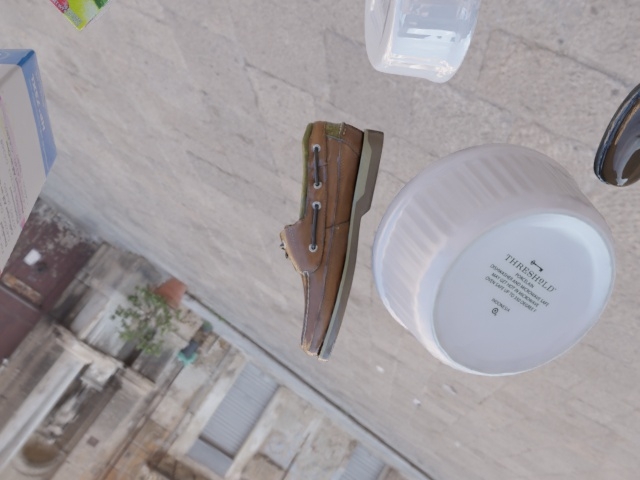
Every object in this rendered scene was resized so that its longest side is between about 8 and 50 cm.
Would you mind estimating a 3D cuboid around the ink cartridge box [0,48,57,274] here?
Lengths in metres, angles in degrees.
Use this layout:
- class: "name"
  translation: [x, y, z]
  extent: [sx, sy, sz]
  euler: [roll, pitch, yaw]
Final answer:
- class: "ink cartridge box"
  translation: [-0.223, -0.032, 0.276]
  extent: [0.231, 0.134, 0.078]
  euler: [-115, 24, -58]

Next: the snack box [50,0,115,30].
- class: "snack box"
  translation: [-0.186, -0.236, 0.393]
  extent: [0.100, 0.037, 0.141]
  euler: [-33, 115, 26]

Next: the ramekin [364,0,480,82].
- class: "ramekin"
  translation: [0.169, -0.426, 1.018]
  extent: [0.135, 0.277, 0.277]
  euler: [0, 166, -8]

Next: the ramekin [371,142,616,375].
- class: "ramekin"
  translation: [0.204, 0.034, 0.659]
  extent: [0.273, 0.273, 0.127]
  euler: [43, -167, -27]

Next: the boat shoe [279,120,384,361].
- class: "boat shoe"
  translation: [0.000, 0.000, 0.743]
  extent: [0.104, 0.307, 0.111]
  euler: [11, -177, -1]

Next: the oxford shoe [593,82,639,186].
- class: "oxford shoe"
  translation: [0.350, -0.120, 0.527]
  extent: [0.083, 0.096, 0.227]
  euler: [11, 138, -22]
